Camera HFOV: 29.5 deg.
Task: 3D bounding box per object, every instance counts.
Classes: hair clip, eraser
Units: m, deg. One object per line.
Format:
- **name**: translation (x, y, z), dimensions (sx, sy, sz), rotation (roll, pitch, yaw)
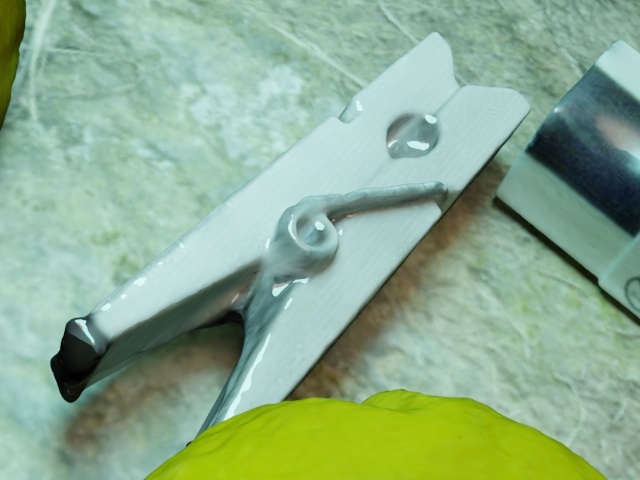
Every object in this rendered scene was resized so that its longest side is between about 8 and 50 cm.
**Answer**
- **hair clip**: translation (0.002, -0.003, 0.670), dimensions (0.101, 0.085, 0.331), rotation (39, 54, 8)
- **eraser**: translation (0.295, 0.052, 0.715), dimensions (0.404, 0.098, 0.096), rotation (41, 55, 11)

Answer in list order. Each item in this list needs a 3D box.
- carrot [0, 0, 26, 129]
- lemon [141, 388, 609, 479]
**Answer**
- **carrot**: translation (-0.277, -0.181, 0.626), dimensions (0.241, 0.341, 0.241), rotation (3, 27, -2)
- **lemon**: translation (0.015, 0.203, 0.421), dimensions (0.297, 0.297, 0.297), rotation (8, 56, -12)
